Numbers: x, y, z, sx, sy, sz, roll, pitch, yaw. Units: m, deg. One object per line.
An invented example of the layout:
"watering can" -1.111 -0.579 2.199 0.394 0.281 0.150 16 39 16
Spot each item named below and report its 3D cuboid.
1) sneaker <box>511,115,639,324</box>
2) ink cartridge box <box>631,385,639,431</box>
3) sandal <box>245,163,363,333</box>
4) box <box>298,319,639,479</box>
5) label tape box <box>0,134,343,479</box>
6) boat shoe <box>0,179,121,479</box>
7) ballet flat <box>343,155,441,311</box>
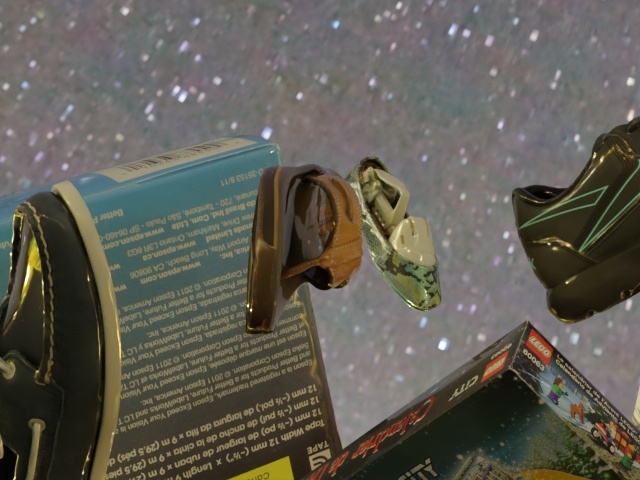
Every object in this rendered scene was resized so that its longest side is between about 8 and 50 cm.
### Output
"sneaker" 0.238 -0.044 0.877 0.267 0.101 0.106 -33 -101 29
"ink cartridge box" 0.465 0.179 1.317 0.286 0.166 0.394 8 -78 -6
"sandal" 0.000 0.000 0.804 0.060 0.219 0.090 5 -83 12
"box" 0.079 0.164 0.723 0.159 0.044 0.233 45 -55 -7
"label tape box" -0.127 0.116 1.048 0.115 0.249 0.347 21 -55 61
"boat shoe" -0.158 0.085 0.733 0.079 0.095 0.254 -7 -51 -22
"ballet flat" 0.075 -0.014 1.348 0.070 0.188 0.070 -20 -38 -16
